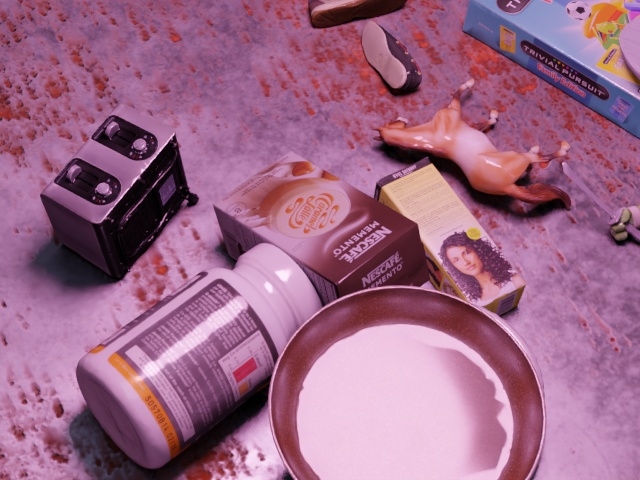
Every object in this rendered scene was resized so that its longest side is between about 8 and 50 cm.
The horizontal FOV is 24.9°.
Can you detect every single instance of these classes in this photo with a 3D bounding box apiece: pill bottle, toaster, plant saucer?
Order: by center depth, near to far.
[{"bbox_3d":[0.096,0.195,1.625,0.310,0.050,0.311,2,56,-3],"label":"plant saucer"},{"bbox_3d":[-0.139,0.132,1.732,0.278,0.162,0.162,-36,66,-24],"label":"pill bottle"},{"bbox_3d":[-0.255,-0.060,1.852,0.110,0.186,0.168,30,67,18],"label":"toaster"}]

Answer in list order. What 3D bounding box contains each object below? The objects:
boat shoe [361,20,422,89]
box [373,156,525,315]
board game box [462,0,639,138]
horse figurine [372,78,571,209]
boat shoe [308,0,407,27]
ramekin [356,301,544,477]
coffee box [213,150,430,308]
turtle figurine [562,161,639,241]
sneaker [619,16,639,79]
[{"bbox_3d":[0.100,-0.265,2.085,0.042,0.049,0.133,1,44,-38],"label":"boat shoe"},{"bbox_3d":[0.166,0.002,1.904,0.087,0.058,0.232,-26,62,-21],"label":"box"},{"bbox_3d":[0.420,-0.320,2.122,0.336,0.079,0.254,34,61,17],"label":"board game box"},{"bbox_3d":[0.224,-0.124,1.979,0.263,0.066,0.174,39,49,21],"label":"horse figurine"},{"bbox_3d":[0.055,-0.357,2.132,0.152,0.056,0.049,-14,64,-13],"label":"boat shoe"},{"bbox_3d":[0.145,0.193,1.734,0.272,0.127,0.273,2,58,-3],"label":"ramekin"},{"bbox_3d":[0.000,0.000,1.822,0.141,0.098,0.246,-37,45,-24],"label":"coffee box"},{"bbox_3d":[0.466,-0.036,1.874,0.197,0.274,0.266,-32,64,16],"label":"turtle figurine"},{"bbox_3d":[0.503,-0.209,1.963,0.094,0.091,0.258,-39,52,-1],"label":"sneaker"}]
